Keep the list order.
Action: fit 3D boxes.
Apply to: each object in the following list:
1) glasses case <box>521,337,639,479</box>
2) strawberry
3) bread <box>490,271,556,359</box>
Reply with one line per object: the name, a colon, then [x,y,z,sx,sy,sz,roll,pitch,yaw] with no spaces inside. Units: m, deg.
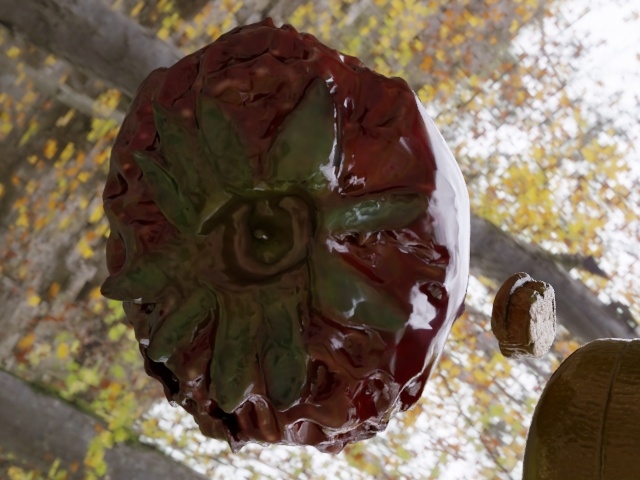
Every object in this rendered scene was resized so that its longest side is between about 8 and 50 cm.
glasses case: [0.255,0.255,0.959,0.141,0.371,0.173,2,-142,29]
strawberry: [0.000,0.000,0.935,0.295,0.345,0.317,-35,-102,20]
bread: [0.193,0.075,1.094,0.046,0.083,0.081,5,-121,39]
